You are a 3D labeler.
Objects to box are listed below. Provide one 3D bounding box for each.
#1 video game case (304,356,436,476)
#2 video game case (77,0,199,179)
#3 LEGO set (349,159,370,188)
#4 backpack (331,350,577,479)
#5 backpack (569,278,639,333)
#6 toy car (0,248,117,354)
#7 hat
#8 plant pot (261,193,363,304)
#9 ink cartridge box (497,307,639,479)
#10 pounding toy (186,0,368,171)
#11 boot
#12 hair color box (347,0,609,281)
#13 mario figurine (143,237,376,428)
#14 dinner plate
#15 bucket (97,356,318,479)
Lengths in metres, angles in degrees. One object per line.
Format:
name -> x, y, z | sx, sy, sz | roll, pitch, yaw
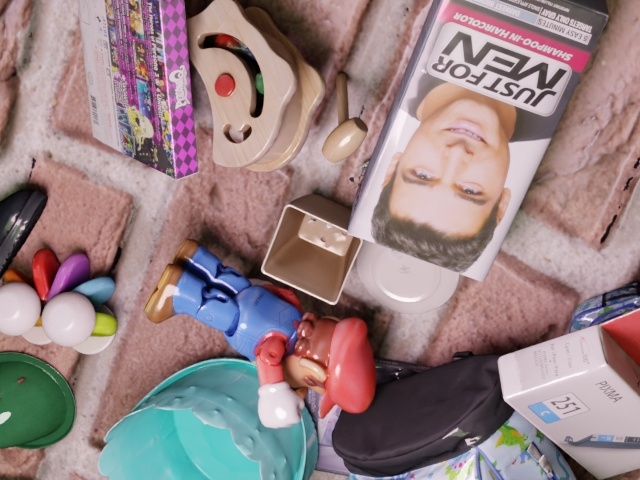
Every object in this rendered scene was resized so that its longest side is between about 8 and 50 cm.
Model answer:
video game case -> 0.058, 0.250, 1.992 | 0.274, 0.026, 0.196 | 9, 117, 13
video game case -> -0.234, -0.214, 1.780 | 0.210, 0.042, 0.232 | 26, 127, 47
LEGO set -> 0.064, -0.073, 1.840 | 0.054, 0.023, 0.083 | 27, 132, 5
backpack -> 0.210, 0.356, 1.859 | 0.290, 0.273, 0.355 | -19, 126, 39
backpack -> 0.377, 0.118, 1.800 | 0.114, 0.084, 0.105 | -18, 108, 23
toy car -> -0.367, 0.081, 1.983 | 0.182, 0.159, 0.136 | 10, 81, 12
hat -> -0.489, 0.283, 2.075 | 0.208, 0.183, 0.173 | -14, 110, 22
plant pot -> 0.000, 0.000, 1.847 | 0.109, 0.096, 0.109 | 24, 118, 4
ink cartridge box -> 0.401, 0.186, 1.747 | 0.261, 0.066, 0.296 | -23, 142, 24
pounding toy -> -0.063, -0.171, 1.760 | 0.154, 0.155, 0.269 | -48, 65, 21
boot -> -0.521, -0.029, 1.986 | 0.207, 0.094, 0.246 | 36, 125, -7
hair color box -> 0.183, -0.153, 1.698 | 0.185, 0.113, 0.374 | 19, 119, -4
mario figurine -> -0.077, 0.142, 1.856 | 0.320, 0.198, 0.170 | 30, 160, 0
dinner plate -> 0.115, 0.038, 1.879 | 0.141, 0.017, 0.141 | 6, 115, 14
bucket -> -0.146, 0.307, 1.969 | 0.281, 0.183, 0.281 | 11, 118, 21
